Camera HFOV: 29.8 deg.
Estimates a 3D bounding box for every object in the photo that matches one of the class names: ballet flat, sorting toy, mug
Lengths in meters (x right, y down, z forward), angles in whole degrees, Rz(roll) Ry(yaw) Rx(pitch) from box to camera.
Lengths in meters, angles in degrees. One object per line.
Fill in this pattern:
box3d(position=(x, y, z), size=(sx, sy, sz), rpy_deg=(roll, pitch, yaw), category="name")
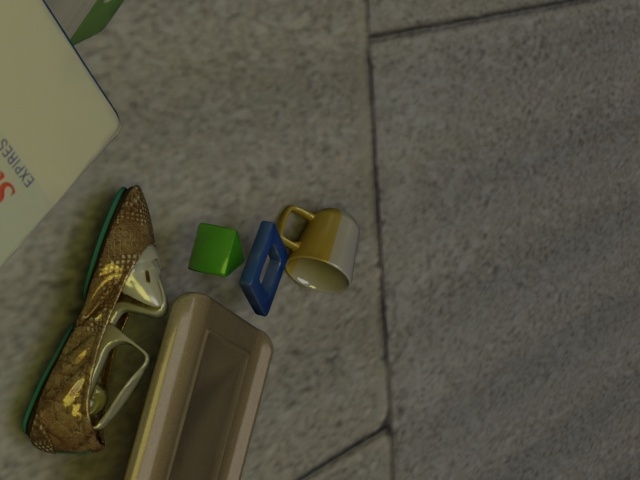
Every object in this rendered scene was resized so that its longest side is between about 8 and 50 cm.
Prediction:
box3d(position=(-0.150, 0.062, 0.887), size=(0.073, 0.067, 0.206), rpy_deg=(73, 36, -79), category="ballet flat")
box3d(position=(-0.105, 0.143, 0.956), size=(0.196, 0.047, 0.347), rpy_deg=(44, 59, -69), category="sorting toy")
box3d(position=(0.004, 0.001, 1.089), size=(0.078, 0.062, 0.064), rpy_deg=(56, 46, -48), category="mug")

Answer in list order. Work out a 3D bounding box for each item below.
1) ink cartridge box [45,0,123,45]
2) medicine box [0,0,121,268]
box3d(position=(-0.176, -0.171, 0.754), size=(0.056, 0.171, 0.235), rpy_deg=(43, 34, -3), category="ink cartridge box")
box3d(position=(-0.280, -0.107, 0.522), size=(0.149, 0.289, 0.263), rpy_deg=(-55, 135, -30), category="medicine box")
